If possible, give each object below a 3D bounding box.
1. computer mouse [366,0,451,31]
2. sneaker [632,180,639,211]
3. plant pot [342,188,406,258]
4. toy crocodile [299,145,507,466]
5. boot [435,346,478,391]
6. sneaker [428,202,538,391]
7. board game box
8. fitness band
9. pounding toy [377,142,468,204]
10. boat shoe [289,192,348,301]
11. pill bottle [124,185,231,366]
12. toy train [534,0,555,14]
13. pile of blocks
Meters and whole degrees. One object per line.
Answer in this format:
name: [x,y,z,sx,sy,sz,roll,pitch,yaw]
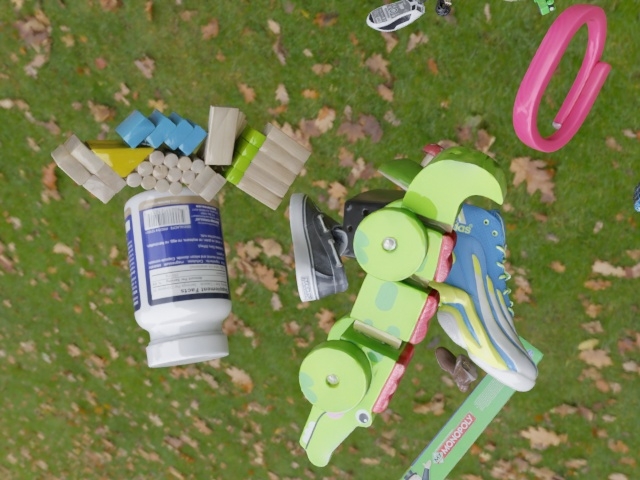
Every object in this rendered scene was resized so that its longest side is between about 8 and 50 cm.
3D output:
computer mouse: [0.200,-0.516,1.552,0.193,0.106,0.042,-17,141,8]
sneaker: [0.624,-0.091,1.155,0.083,0.071,0.190,12,154,-32]
plant pot: [0.149,-0.023,1.571,0.187,0.167,0.188,9,98,41]
toy crocodile: [0.067,0.068,0.654,0.105,0.115,0.340,25,104,12]
boot: [0.259,0.232,1.304,0.106,0.037,0.114,54,170,24]
sneaker: [0.170,0.037,0.729,0.240,0.126,0.091,51,-170,21]
board game box: [0.198,0.292,1.016,0.046,0.317,0.213,40,169,18]
fitness band: [0.479,-0.317,1.349,0.209,0.291,0.054,18,-170,-46]
pounding toy: [0.240,-0.119,1.378,0.237,0.110,0.183,33,-173,-10]
boat shoe: [0.000,0.000,1.281,0.102,0.301,0.108,-9,121,0]
pill bottle: [-0.222,0.059,1.084,0.153,0.265,0.153,-8,168,-2]
toy train: [0.310,-0.351,0.969,0.023,0.083,0.017,-22,145,20]
pile of blocks: [-0.196,-0.136,0.978,0.112,0.362,0.149,38,121,49]
